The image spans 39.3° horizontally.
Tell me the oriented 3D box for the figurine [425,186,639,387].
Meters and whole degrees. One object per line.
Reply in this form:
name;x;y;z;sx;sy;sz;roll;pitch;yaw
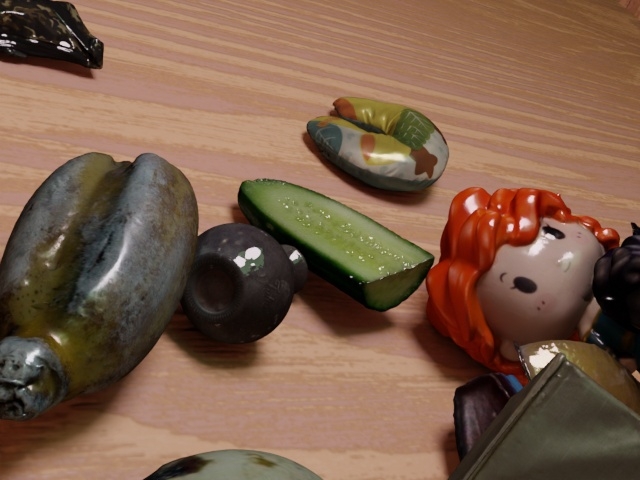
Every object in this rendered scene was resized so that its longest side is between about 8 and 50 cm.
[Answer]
figurine;0.318;0.077;0.991;0.306;0.241;0.412;29;-10;-37

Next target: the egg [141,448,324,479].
egg;-0.077;0.226;0.578;0.231;0.169;0.169;-12;49;-34

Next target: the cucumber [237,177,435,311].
cucumber;0.000;0.000;1.051;0.244;0.063;0.115;35;39;29

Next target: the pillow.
pillow;0.090;-0.148;1.355;0.214;0.086;0.233;25;32;12

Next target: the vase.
vase;-0.070;0.039;0.924;0.120;0.120;0.183;38;15;13

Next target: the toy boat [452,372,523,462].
toy boat;0.192;0.232;0.874;0.097;0.100;0.223;41;25;-40

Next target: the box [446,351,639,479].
box;0.156;0.234;0.682;0.149;0.155;0.231;39;68;12

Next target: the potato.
potato;0.283;0.189;0.871;0.261;0.100;0.120;55;16;-45

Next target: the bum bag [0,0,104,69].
bum bag;-0.395;-0.276;1.134;0.248;0.069;0.102;6;37;-37

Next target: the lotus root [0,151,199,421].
lotus root;-0.199;0.045;0.770;0.158;0.140;0.322;5;41;5
